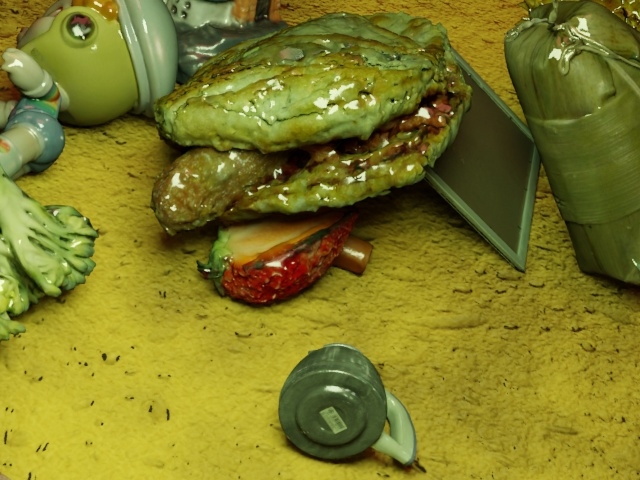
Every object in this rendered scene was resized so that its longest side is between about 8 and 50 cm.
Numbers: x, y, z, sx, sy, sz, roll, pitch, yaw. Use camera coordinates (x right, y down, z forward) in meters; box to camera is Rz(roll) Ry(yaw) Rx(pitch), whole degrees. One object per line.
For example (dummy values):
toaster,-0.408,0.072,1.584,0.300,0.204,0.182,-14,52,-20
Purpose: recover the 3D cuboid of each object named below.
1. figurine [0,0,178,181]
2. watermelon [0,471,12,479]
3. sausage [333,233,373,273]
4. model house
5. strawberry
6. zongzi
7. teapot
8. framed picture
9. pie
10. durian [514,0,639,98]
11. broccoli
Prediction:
figurine,-0.320,-0.174,1.490,0.205,0.224,0.382,38,67,-7
watermelon,-0.308,0.251,1.065,0.092,0.072,0.084,-1,26,-12
sausage,0.000,0.000,1.450,0.131,0.041,0.039,23,53,9
model house,-0.168,-0.407,1.669,0.271,0.301,0.190,40,40,26
strawberry,-0.050,0.016,1.381,0.140,0.085,0.192,14,38,35
zongzi,0.400,-0.215,1.445,0.418,0.447,0.181,-35,27,-16
teapot,0.034,0.160,1.238,0.149,0.111,0.108,9,27,1
framed picture,0.208,-0.120,1.580,0.231,0.018,0.293,43,37,-19
pie,-0.019,-0.178,1.439,0.395,0.180,0.418,-12,26,9
durian,0.439,-0.285,1.687,0.348,0.347,0.384,24,34,11
broccoli,-0.379,-0.017,1.206,0.248,0.245,0.288,44,53,17
